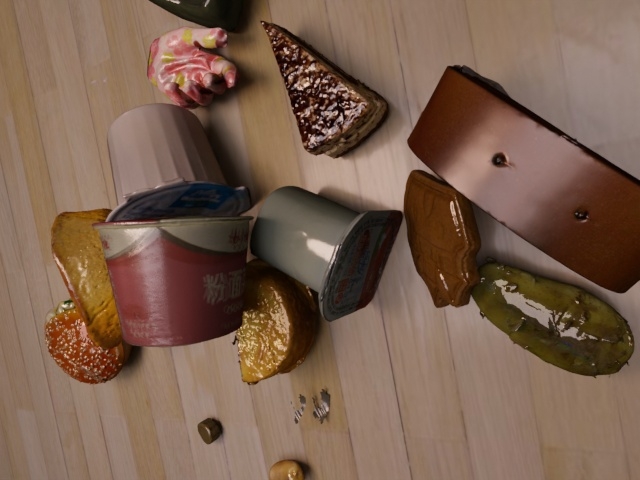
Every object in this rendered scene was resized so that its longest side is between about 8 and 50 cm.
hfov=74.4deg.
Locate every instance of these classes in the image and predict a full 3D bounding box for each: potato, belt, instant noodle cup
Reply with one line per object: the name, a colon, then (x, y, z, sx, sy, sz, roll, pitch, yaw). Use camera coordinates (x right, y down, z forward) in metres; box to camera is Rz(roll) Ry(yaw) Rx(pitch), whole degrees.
potato: (-0.066, 0.480, 0.858, 0.068, 0.062, 0.083, 37, 146, -10)
belt: (0.268, -0.087, 0.525, 0.339, 0.217, 0.122, 39, 118, 14)
instant noodle cup: (-0.216, 0.052, 0.656, 0.235, 0.235, 0.178, -1, 94, 28)
potato: (0.315, 0.106, 0.594, 0.226, 0.090, 0.117, 32, 110, 19)

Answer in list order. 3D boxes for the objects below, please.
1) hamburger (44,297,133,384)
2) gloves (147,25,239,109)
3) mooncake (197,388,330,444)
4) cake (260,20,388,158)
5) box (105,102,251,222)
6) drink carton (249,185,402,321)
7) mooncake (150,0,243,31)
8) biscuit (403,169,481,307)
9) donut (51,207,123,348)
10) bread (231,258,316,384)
hamburger: (-0.568, 0.245, 1.039, 0.237, 0.147, 0.236, 6, 103, 26)
gloves: (-0.234, -0.321, 0.808, 0.241, 0.126, 0.145, 29, 85, 24)
mooncake: (-0.138, 0.376, 0.884, 0.347, 0.057, 0.150, -6, 106, 25)
cake: (0.014, -0.270, 0.691, 0.135, 0.112, 0.245, -22, 83, 25)
box: (-0.305, -0.118, 0.826, 0.291, 0.263, 0.206, -33, 69, 36)
drink carton: (0.000, 0.000, 0.698, 0.190, 0.191, 0.185, 31, 112, 27)
mooncake: (-0.227, -0.451, 0.758, 0.168, 0.175, 0.104, -125, 49, -59)
biscuit: (0.170, 0.011, 0.623, 0.034, 0.182, 0.215, -14, 115, -10)
donut: (-0.439, 0.070, 0.895, 0.110, 0.303, 0.302, -18, 88, -9)
bread: (-0.083, 0.146, 0.775, 0.140, 0.143, 0.228, -6, 93, 27)
